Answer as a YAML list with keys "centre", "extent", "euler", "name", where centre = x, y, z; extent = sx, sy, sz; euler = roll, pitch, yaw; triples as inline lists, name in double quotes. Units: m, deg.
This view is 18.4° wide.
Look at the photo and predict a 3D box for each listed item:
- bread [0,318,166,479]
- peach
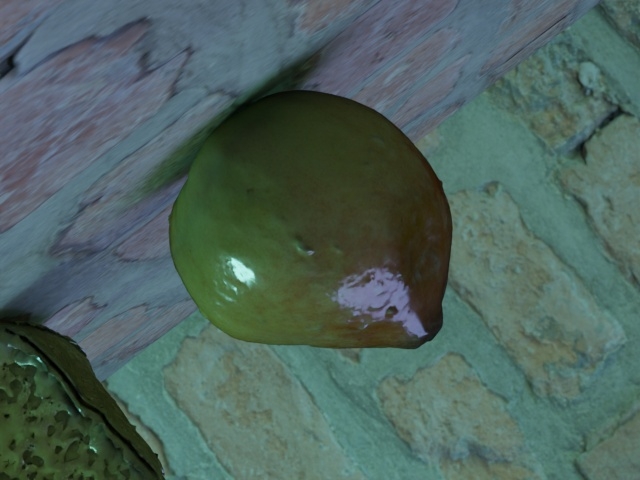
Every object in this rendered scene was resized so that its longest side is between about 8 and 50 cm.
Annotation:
- centre: [-0.250, 0.219, 1.663]
  extent: [0.248, 0.279, 0.315]
  euler: [-44, 165, 2]
  name: "bread"
- centre: [0.000, 0.000, 1.494]
  extent: [0.232, 0.232, 0.232]
  euler: [-37, 177, -2]
  name: "peach"
